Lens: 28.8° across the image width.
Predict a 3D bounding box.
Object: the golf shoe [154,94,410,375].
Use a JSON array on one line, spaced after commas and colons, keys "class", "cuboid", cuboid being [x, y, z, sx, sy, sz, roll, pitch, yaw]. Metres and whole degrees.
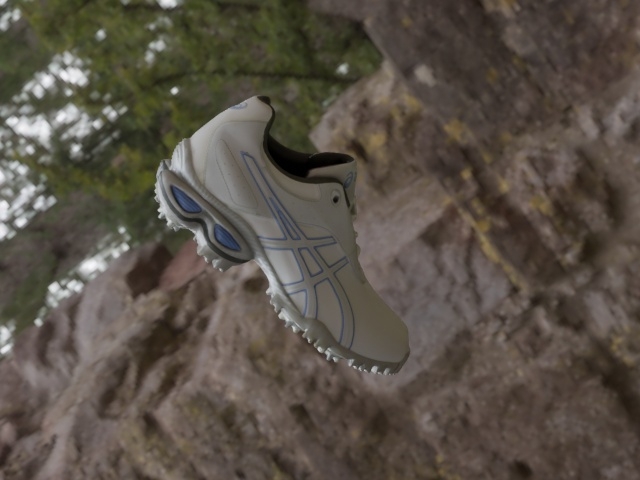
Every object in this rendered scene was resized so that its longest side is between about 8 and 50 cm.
[{"class": "golf shoe", "cuboid": [0.000, 0.000, 0.644, 0.176, 0.086, 0.069, 41, -171, -26]}]
